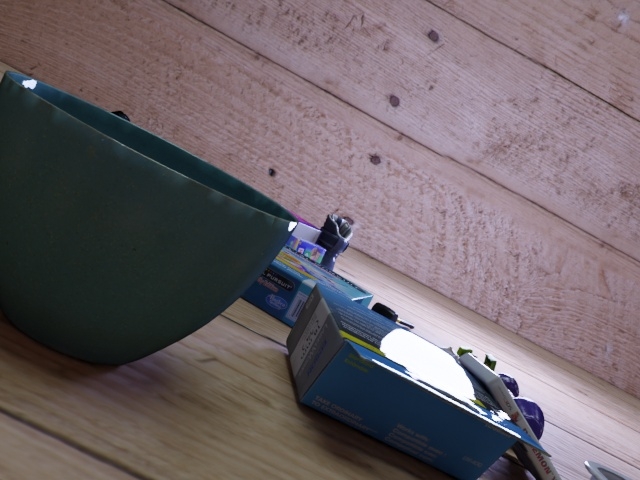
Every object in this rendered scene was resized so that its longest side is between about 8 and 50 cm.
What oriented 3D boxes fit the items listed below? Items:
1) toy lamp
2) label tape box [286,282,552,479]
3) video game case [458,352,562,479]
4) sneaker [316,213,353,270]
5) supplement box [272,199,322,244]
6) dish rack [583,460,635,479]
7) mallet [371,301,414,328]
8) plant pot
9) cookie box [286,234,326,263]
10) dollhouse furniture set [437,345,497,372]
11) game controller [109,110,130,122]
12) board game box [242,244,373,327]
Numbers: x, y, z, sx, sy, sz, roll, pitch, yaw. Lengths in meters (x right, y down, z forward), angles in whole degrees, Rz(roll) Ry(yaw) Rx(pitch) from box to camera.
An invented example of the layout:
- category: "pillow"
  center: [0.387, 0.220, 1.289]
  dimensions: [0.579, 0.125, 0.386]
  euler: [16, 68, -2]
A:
- category: "toy lamp"
  center: [0.339, 0.294, 1.304]
  dimensions: [0.080, 0.080, 0.274]
  euler: [29, 6, 3]
- category: "label tape box"
  center: [0.092, 0.183, 0.906]
  dimensions: [0.240, 0.106, 0.334]
  euler: [28, 5, -11]
- category: "video game case"
  center: [0.265, 0.253, 1.039]
  dimensions: [0.183, 0.023, 0.201]
  euler: [59, 1, 0]
- category: "sneaker"
  center: [0.002, 0.001, 1.977]
  dimensions: [0.086, 0.164, 0.226]
  euler: [24, 5, -28]
- category: "supplement box"
  center: [-0.120, -0.032, 1.924]
  dimensions: [0.114, 0.111, 0.220]
  euler: [22, 7, -46]
- category: "dish rack"
  center: [0.482, 0.414, 0.904]
  dimensions: [0.285, 0.072, 0.333]
  euler: [28, 5, -13]
- category: "mallet"
  center: [0.191, 0.194, 1.786]
  dimensions: [0.062, 0.039, 0.189]
  euler: [31, 1, 41]
- category: "plant pot"
  center: [-0.193, -0.001, 0.695]
  dimensions: [0.290, 0.196, 0.290]
  euler: [28, 4, -2]
- category: "cookie box"
  center: [-0.049, 0.042, 1.671]
  dimensions: [0.040, 0.092, 0.107]
  euler: [28, 4, 40]
- category: "dollhouse furniture set"
  center: [0.309, 0.277, 1.644]
  dimensions: [0.151, 0.059, 0.076]
  euler: [7, 19, -16]
- category: "game controller"
  center: [-0.408, -0.158, 1.308]
  dimensions: [0.067, 0.166, 0.319]
  euler: [50, -1, -14]
- category: "board game box"
  center: [-0.053, 0.076, 1.369]
  dimensions: [0.253, 0.079, 0.336]
  euler: [30, 5, 13]
